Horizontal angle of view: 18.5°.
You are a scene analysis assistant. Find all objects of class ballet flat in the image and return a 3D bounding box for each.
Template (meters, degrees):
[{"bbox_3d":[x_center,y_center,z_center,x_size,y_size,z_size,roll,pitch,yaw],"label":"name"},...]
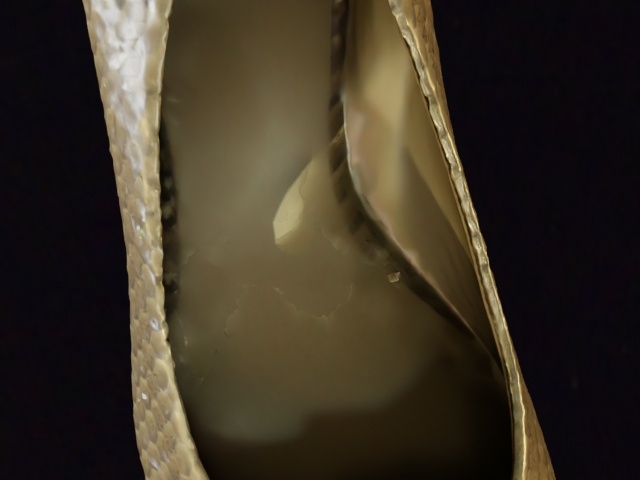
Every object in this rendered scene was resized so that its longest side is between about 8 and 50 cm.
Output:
[{"bbox_3d":[0.000,0.000,0.377,0.084,0.250,0.058,-12,-163,-7],"label":"ballet flat"}]
